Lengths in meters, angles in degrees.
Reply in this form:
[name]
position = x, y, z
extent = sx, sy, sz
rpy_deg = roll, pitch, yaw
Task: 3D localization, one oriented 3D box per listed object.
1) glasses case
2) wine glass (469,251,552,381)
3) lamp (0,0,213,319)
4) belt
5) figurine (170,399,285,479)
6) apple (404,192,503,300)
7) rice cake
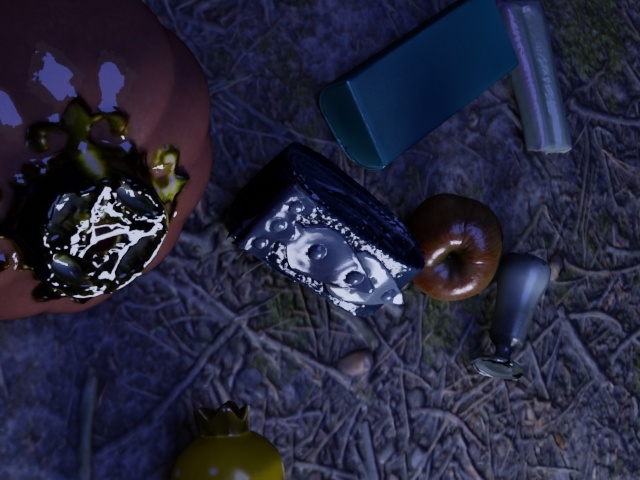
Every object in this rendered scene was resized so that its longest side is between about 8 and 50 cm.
[glasses case]
position = 0.128, -0.205, 1.254
extent = 0.301, 0.070, 0.117
rpy_deg = -38, 110, -37
[wine glass]
position = 0.242, 0.095, 1.273
extent = 0.072, 0.072, 0.155
rpy_deg = 34, 62, -27
[lamp]
position = -0.222, -0.064, 0.821
extent = 0.305, 0.239, 0.305
rpy_deg = -22, 134, -25
[belt]
position = 0.001, 0.000, 1.089
extent = 0.218, 0.128, 0.122
rpy_deg = 34, 26, -29
[figurine]
position = -0.064, 0.277, 0.987
extent = 0.185, 0.127, 0.234
rpy_deg = 10, 65, -40
[apple]
position = 0.154, 0.007, 1.200
extent = 0.126, 0.126, 0.102
rpy_deg = 57, 13, -13
[rice cake]
position = 0.294, -0.226, 1.394
extent = 0.080, 0.042, 0.222
rpy_deg = -12, 89, -39
